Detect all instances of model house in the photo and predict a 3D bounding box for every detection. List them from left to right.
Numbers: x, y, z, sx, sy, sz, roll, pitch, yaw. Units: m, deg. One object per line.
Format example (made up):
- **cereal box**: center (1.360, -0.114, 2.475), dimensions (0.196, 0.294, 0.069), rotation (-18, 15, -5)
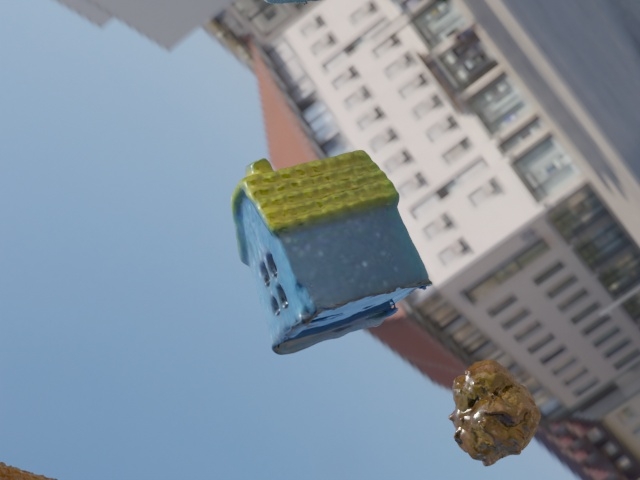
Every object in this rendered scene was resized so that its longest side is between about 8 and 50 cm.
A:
- **model house**: center (0.000, 0.000, 1.902), dimensions (0.303, 0.237, 0.215), rotation (71, 158, 9)

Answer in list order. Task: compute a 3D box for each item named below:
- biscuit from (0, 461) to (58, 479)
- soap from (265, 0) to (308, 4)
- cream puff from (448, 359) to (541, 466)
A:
- **biscuit**: center (-0.369, 0.336, 1.497), dimensions (0.054, 0.094, 0.379), rotation (55, -170, 34)
- **soap**: center (-0.065, -0.446, 1.620), dimensions (0.289, 0.173, 0.095), rotation (45, -127, -51)
- **cream puff**: center (0.199, 0.202, 1.414), dimensions (0.094, 0.122, 0.116), rotation (27, 166, -26)
